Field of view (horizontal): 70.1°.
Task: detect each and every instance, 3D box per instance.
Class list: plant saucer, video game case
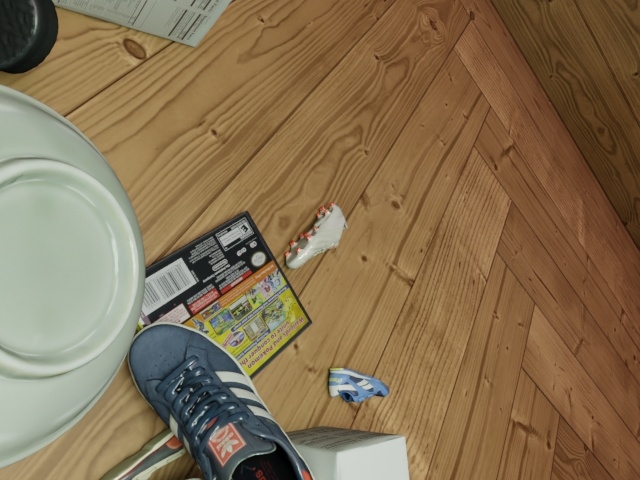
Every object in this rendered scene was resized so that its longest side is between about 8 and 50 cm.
[{"bbox_3d":[-0.299,0.028,0.470,0.400,0.100,0.401,-5,90,-70],"label":"plant saucer"},{"bbox_3d":[-0.164,0.115,0.770,0.275,0.035,0.248,-37,101,-42],"label":"video game case"}]

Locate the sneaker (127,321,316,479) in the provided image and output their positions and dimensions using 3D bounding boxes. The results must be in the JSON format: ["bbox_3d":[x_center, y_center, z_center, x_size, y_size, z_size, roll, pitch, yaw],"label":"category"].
[{"bbox_3d":[-0.128,0.241,0.593,0.350,0.148,0.131,44,78,6],"label":"sneaker"}]

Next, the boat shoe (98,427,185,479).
[{"bbox_3d":[-0.249,0.317,0.629,0.137,0.049,0.043,-29,98,-46],"label":"boat shoe"}]

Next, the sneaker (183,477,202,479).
[{"bbox_3d":[-0.131,0.401,0.605,0.292,0.108,0.169,14,33,-20],"label":"sneaker"}]

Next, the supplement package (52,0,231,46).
[{"bbox_3d":[-0.292,-0.484,0.734,0.262,0.198,0.199,0,76,-40],"label":"supplement package"}]

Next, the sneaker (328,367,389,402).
[{"bbox_3d":[0.074,0.296,0.907,0.144,0.053,0.059,23,62,-24],"label":"sneaker"}]

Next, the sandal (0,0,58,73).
[{"bbox_3d":[-0.498,-0.417,0.590,0.446,0.167,0.107,59,12,-7],"label":"sandal"}]

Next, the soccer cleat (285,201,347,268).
[{"bbox_3d":[0.000,0.000,0.926,0.076,0.068,0.196,54,47,-18],"label":"soccer cleat"}]

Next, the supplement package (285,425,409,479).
[{"bbox_3d":[0.023,0.413,0.724,0.149,0.203,0.194,7,73,-39],"label":"supplement package"}]
